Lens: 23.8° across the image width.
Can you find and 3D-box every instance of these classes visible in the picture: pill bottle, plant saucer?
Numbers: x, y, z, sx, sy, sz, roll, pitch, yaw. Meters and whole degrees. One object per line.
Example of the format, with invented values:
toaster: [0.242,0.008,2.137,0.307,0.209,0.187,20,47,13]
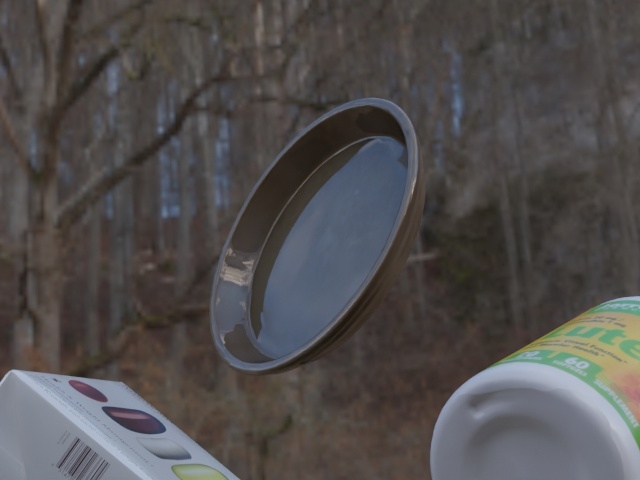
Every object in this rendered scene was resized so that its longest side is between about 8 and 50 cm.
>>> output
pill bottle: [0.187,0.113,0.960,0.136,0.136,0.245,-28,-4,38]
plant saucer: [0.000,0.000,1.362,0.041,0.278,0.278,31,-42,-29]

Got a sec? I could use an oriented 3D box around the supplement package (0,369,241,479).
supplement package: [-0.177,0.222,1.232,0.149,0.194,0.203,-54,-18,3]
